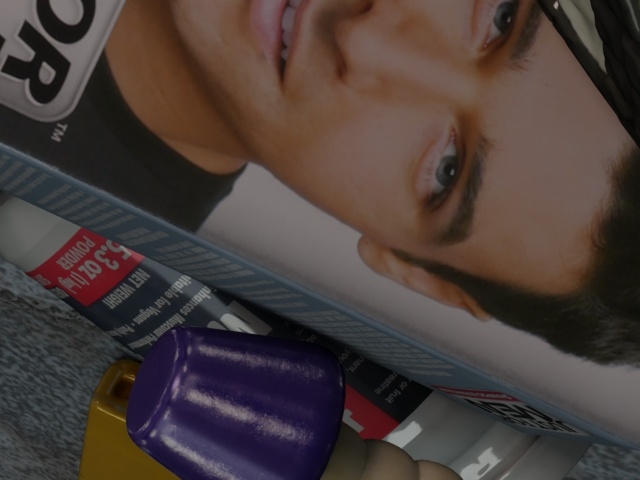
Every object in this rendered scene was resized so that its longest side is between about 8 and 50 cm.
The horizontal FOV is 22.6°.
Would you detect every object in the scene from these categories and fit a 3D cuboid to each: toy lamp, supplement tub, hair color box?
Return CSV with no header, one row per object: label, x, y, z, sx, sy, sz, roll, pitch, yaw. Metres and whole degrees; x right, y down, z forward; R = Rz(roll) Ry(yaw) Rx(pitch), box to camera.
toy lamp,0.051,0.106,0.660,0.274,0.080,0.080,24,151,-23
supplement tub,0.000,0.000,0.756,0.272,0.191,0.191,38,147,-14
hair color box,-0.025,-0.082,0.588,0.374,0.185,0.113,26,170,-15

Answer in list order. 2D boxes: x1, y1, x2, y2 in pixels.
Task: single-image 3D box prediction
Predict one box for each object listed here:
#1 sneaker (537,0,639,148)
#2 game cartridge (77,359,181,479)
sneaker,0.115,-0.223,0.446,0.182,0.158,0.410,-21,120,-4
game cartridge,-0.060,0.236,1.271,0.285,0.053,0.324,27,150,3
